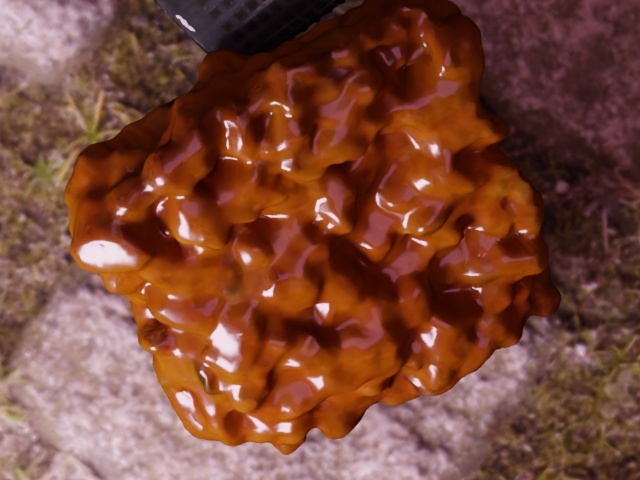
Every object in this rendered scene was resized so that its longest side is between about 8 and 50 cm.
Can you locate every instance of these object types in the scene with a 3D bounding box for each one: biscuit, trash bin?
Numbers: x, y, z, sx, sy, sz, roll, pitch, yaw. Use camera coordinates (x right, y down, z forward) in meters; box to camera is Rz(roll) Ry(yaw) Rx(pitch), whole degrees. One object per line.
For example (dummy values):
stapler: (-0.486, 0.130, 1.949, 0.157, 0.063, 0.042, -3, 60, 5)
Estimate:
biscuit: (0.000, 0.000, 1.387, 0.318, 0.110, 0.312, -29, 123, -5)
trash bin: (-0.045, -0.210, 1.384, 0.175, 0.175, 0.161, 43, 96, -11)
